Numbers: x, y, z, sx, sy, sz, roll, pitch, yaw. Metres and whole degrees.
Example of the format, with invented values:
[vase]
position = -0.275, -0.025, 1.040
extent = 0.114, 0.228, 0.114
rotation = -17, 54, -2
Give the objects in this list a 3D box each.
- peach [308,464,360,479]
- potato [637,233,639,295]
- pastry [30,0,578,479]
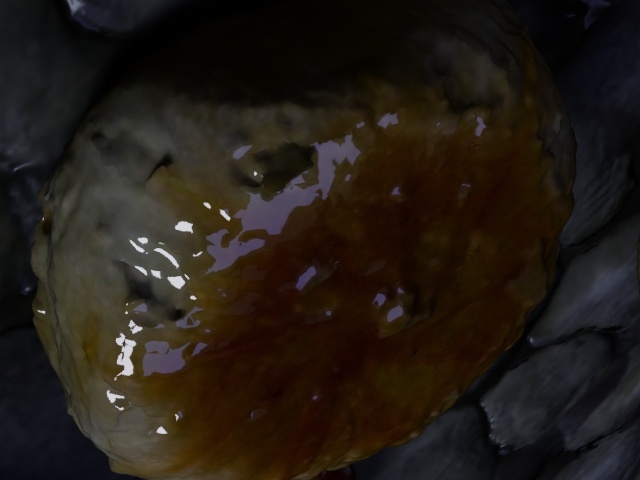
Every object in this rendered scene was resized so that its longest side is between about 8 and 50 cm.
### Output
[peach]
position = -0.012, 0.128, 0.686
extent = 0.077, 0.050, 0.083
rotation = -21, 143, -20
[potato]
position = 0.231, 0.011, 0.716
extent = 0.251, 0.113, 0.149
rotation = 22, 121, -40
[pastry]
position = 0.000, 0.000, 0.525
extent = 0.192, 0.093, 0.182
rotation = -14, 134, -28
